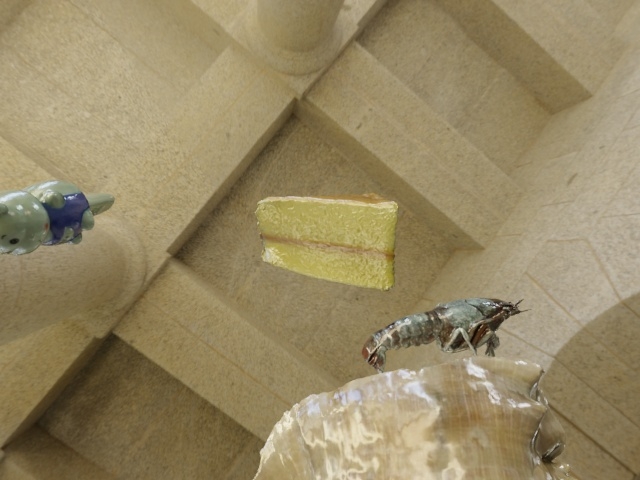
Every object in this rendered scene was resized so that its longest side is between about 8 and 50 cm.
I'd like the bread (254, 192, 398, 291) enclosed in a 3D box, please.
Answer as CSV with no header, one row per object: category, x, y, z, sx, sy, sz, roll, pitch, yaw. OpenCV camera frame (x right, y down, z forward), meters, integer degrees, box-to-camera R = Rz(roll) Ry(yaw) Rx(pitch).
bread,0.000,0.000,1.101,0.362,0.245,0.233,-1,-77,-3

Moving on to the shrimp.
shrimp,0.302,0.219,0.984,0.411,0.221,0.165,-2,-67,-12

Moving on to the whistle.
whistle,-0.400,-0.034,0.607,0.110,0.244,0.092,-41,-91,21

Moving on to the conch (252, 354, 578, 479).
conch,0.108,0.226,0.339,0.324,0.186,0.263,5,-86,-11
